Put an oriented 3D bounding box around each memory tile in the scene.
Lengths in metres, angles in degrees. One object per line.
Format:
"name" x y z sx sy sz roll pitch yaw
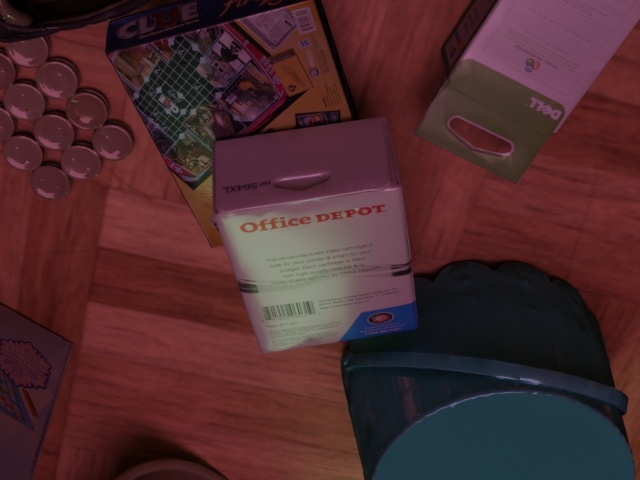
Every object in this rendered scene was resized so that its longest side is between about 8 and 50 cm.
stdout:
"memory tile" -0.246 -0.110 0.924 0.113 0.012 0.148 -31 117 17

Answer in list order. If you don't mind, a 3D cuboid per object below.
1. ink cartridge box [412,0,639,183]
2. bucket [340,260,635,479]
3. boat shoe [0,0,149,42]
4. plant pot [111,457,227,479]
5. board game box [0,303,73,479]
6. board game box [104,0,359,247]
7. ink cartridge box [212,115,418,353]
"ink cartridge box" 0.172 -0.161 0.867 0.109 0.062 0.209 24 119 -15
"bucket" 0.160 0.174 1.009 0.281 0.183 0.281 -1 123 -2
"boat shoe" -0.240 -0.205 0.815 0.285 0.092 0.102 -8 120 3
"plant pot" -0.237 0.441 1.119 0.306 0.333 0.334 -28 119 28
"board game box" -0.390 0.129 0.894 0.319 0.318 0.066 34 117 -20
"board game box" -0.054 -0.099 0.874 0.165 0.042 0.243 -13 140 7
"ink cartridge box" 0.000 0.000 0.897 0.148 0.085 0.203 -8 140 3
